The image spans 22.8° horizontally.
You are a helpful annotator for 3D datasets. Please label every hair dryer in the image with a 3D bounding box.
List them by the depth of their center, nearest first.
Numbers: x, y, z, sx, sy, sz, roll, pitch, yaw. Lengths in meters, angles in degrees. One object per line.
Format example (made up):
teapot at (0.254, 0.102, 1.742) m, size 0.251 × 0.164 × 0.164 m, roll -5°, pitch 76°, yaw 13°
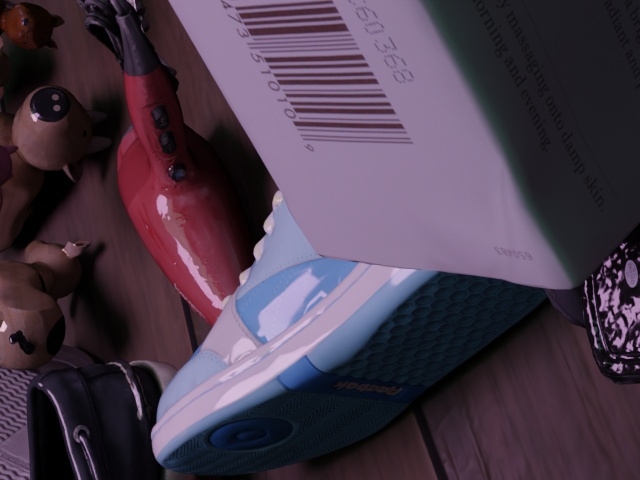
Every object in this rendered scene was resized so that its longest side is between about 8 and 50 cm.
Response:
hair dryer at (-0.118, -0.063, 1.085) m, size 0.293 × 0.080 × 0.223 m, roll 63°, pitch -179°, yaw -5°

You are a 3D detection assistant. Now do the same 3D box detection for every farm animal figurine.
farm animal figurine at (-0.267, -0.050, 1.319) m, size 0.327 × 0.172 × 0.330 m, roll 159°, pitch 110°, yaw -64°

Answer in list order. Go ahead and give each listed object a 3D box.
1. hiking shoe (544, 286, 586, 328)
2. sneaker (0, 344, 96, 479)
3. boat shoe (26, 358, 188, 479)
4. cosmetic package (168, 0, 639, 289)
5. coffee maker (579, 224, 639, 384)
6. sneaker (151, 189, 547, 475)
hiking shoe at (0.182, -0.045, 0.749) m, size 0.114 × 0.086 × 0.226 m, roll 48°, pitch 119°, yaw 52°
sneaker at (-0.239, 0.184, 1.217) m, size 0.256 × 0.094 × 0.151 m, roll -81°, pitch 4°, yaw -65°
boat shoe at (-0.164, 0.244, 1.042) m, size 0.127 × 0.113 × 0.340 m, roll 3°, pitch 84°, yaw 54°
cosmetic package at (0.119, -0.186, 0.602) m, size 0.385 × 0.217 × 0.156 m, roll -43°, pitch 27°, yaw -25°
coffee maker at (0.217, 0.016, 0.603) m, size 0.171 × 0.178 × 0.120 m, roll 30°, pitch 111°, yaw 54°
sneaker at (0.000, 0.000, 0.962) m, size 0.319 × 0.127 × 0.208 m, roll -36°, pitch 55°, yaw 32°
